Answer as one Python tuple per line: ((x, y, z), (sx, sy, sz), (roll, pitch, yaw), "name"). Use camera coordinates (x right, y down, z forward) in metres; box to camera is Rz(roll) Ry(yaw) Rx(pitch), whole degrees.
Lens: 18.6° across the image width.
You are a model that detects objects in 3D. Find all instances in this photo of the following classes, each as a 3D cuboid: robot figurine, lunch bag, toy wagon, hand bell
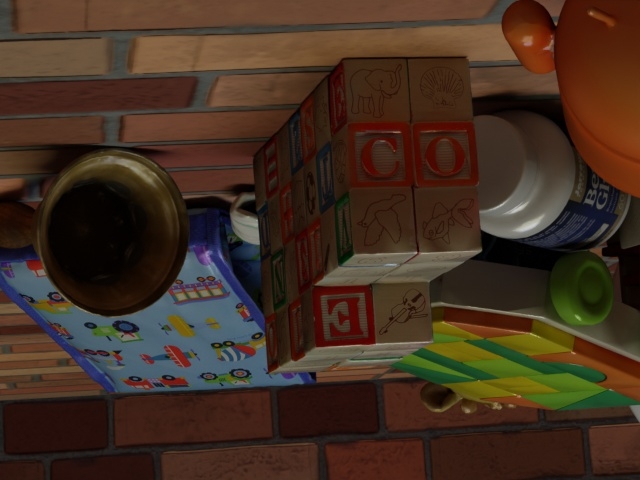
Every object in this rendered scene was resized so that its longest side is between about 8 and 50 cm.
((0.193, -0.092, 1.062), (0.128, 0.158, 0.219), (-38, 167, 3), "robot figurine")
((-0.151, 0.042, 1.791), (0.221, 0.138, 0.293), (-4, 162, 18), "lunch bag")
((0.185, 0.086, 1.609), (0.344, 0.068, 0.267), (23, 159, -37), "toy wagon")
((-0.217, -0.009, 1.545), (0.126, 0.126, 0.242), (2, -179, -34), "hand bell")

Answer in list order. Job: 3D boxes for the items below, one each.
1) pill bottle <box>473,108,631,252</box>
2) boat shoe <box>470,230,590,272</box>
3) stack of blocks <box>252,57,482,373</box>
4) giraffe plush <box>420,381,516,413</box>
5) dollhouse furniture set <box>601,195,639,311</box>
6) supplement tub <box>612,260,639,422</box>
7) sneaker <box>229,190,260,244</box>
((0.154, -0.045, 1.430), (0.094, 0.094, 0.169), (-9, 170, 30), "pill bottle")
((0.145, 0.005, 1.747), (0.089, 0.109, 0.258), (13, -161, 43), "boat shoe")
((0.028, -0.008, 1.370), (0.087, 0.171, 0.297), (-2, 170, -13), "stack of blocks")
((0.161, 0.089, 2.009), (0.181, 0.170, 0.210), (-8, 170, 20), "giraffe plush")
((0.344, -0.015, 1.564), (0.262, 0.135, 0.259), (1, 169, -28), "dollhouse furniture set")
((0.466, 0.075, 1.861), (0.325, 0.235, 0.235), (-12, 168, 38), "supplement tub")
((-0.003, -0.022, 1.634), (0.152, 0.053, 0.061), (-4, 168, 4), "sneaker")
